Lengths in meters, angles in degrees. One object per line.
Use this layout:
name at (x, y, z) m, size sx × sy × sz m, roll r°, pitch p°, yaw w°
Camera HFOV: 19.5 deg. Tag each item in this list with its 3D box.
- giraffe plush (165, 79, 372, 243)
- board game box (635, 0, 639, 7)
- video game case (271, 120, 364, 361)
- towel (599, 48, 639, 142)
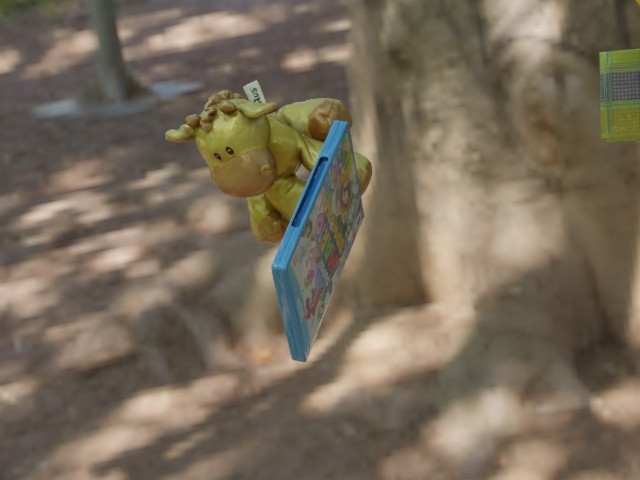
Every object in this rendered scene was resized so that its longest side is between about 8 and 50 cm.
giraffe plush at (-0.069, -0.103, 2.077) m, size 0.181 × 0.210 × 0.170 m, roll -44°, pitch -21°, yaw 16°
board game box at (0.420, -0.240, 1.510) m, size 0.316 × 0.242 × 0.064 m, roll -34°, pitch 7°, yaw 20°
video game case at (0.000, 0.000, 1.538) m, size 0.015 × 0.119 × 0.166 m, roll 9°, pitch 50°, yaw 17°
towel at (0.275, -0.127, 1.646) m, size 0.060 × 0.083 × 0.009 m, roll -5°, pitch 8°, yaw -4°
